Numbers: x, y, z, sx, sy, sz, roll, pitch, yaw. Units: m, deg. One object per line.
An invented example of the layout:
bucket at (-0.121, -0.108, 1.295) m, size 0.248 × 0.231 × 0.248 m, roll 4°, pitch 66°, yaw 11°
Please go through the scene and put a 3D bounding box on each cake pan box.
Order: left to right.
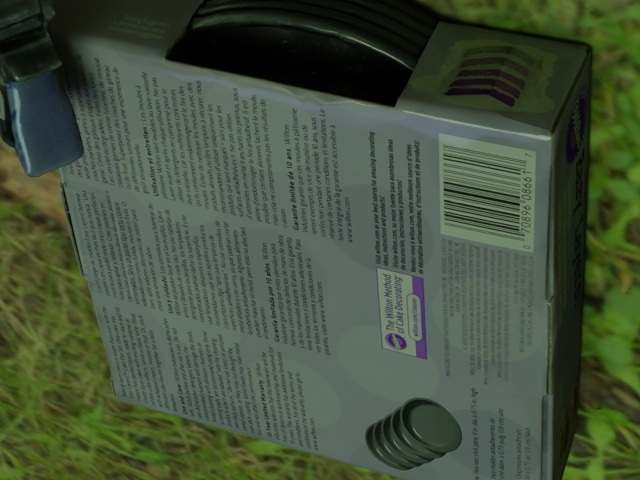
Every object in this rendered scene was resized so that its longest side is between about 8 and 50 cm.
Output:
cake pan box at (0.000, 0.000, 0.826) m, size 0.245 × 0.070 × 0.267 m, roll 11°, pitch 137°, yaw 19°

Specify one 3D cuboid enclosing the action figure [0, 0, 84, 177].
action figure at (-0.228, -0.161, 0.691) m, size 0.330 × 0.178 × 0.341 m, roll 9°, pitch 123°, yaw 49°
